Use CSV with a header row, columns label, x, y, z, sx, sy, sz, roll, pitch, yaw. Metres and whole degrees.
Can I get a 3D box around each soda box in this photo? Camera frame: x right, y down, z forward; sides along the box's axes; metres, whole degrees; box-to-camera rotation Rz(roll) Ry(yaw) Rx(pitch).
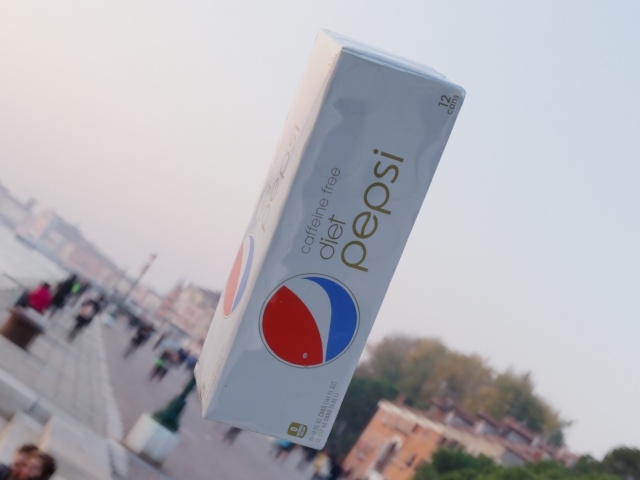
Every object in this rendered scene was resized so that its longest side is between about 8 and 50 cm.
label,x,y,z,sx,sy,sz,roll,pitch,yaw
soda box,0.000,0.000,0.665,0.074,0.216,0.069,17,14,-16
